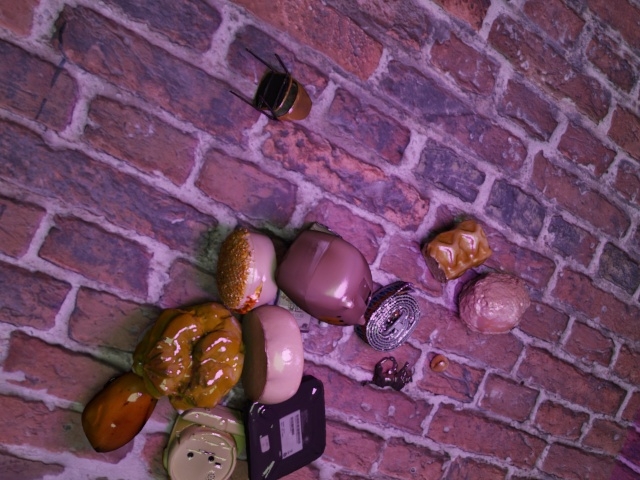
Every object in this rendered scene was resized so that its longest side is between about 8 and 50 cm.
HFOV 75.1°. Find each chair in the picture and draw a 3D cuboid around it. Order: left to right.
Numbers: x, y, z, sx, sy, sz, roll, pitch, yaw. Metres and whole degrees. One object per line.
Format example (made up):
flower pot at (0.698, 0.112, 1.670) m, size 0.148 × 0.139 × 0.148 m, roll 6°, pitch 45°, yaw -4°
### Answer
chair at (-0.159, -0.523, 1.460) m, size 0.247 × 0.172 × 0.158 m, roll 22°, pitch 89°, yaw -63°

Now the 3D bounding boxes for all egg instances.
egg at (0.532, 0.552, 1.865) m, size 0.083 × 0.071 × 0.071 m, roll -32°, pitch 106°, yaw 7°
egg at (0.744, 0.274, 1.803) m, size 0.310 × 0.279 × 0.279 m, roll -29°, pitch 105°, yaw -19°

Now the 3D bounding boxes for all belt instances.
belt at (0.288, 0.316, 1.705) m, size 0.295 × 0.160 × 0.207 m, roll -39°, pitch 107°, yaw -10°

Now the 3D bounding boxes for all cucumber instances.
cucumber at (0.000, 0.000, 1.614) m, size 0.193 × 0.115 × 0.086 m, roll 19°, pitch 134°, yaw -24°

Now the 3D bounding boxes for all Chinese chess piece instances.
Chinese chess piece at (-0.184, 0.396, 1.464) m, size 0.140 × 0.338 × 0.338 m, roll 4°, pitch 96°, yaw -28°

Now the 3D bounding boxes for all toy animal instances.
toy animal at (0.296, 0.581, 1.783) m, size 0.233 × 0.084 × 0.148 m, roll 1°, pitch 98°, yaw -22°

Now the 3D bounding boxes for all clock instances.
clock at (-0.434, 0.790, 1.548) m, size 0.286 × 0.117 × 0.348 m, roll 25°, pitch 88°, yaw -19°

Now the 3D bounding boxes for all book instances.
book at (-0.099, 0.250, 1.640) m, size 0.157 × 0.026 × 0.231 m, roll 10°, pitch 94°, yaw -20°

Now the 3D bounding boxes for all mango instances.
mango at (-0.676, 0.575, 1.424) m, size 0.201 × 0.152 × 0.287 m, roll 39°, pitch 86°, yaw -27°

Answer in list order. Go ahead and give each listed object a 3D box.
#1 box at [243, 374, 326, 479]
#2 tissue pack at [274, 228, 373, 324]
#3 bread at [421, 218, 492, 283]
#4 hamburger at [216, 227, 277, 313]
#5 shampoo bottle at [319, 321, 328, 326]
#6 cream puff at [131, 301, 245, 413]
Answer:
box at (-0.129, 0.727, 1.599) m, size 0.350 × 0.091 × 0.359 m, roll -8°, pitch 99°, yaw -40°
tissue pack at (0.040, 0.143, 1.440) m, size 0.277 × 0.387 × 0.267 m, roll 20°, pitch 72°, yaw 21°
bread at (0.562, 0.052, 1.745) m, size 0.252 × 0.238 × 0.196 m, roll -33°, pitch 70°, yaw -6°
hamburger at (-0.263, 0.104, 1.437) m, size 0.179 × 0.276 × 0.294 m, roll -1°, pitch 78°, yaw -30°
shampoo bottle at (0.029, 0.252, 1.674) m, size 0.069 × 0.041 × 0.190 m, roll 7°, pitch 95°, yaw -24°
cream puff at (-0.439, 0.384, 1.376) m, size 0.378 × 0.275 × 0.378 m, roll -1°, pitch 78°, yaw 6°
